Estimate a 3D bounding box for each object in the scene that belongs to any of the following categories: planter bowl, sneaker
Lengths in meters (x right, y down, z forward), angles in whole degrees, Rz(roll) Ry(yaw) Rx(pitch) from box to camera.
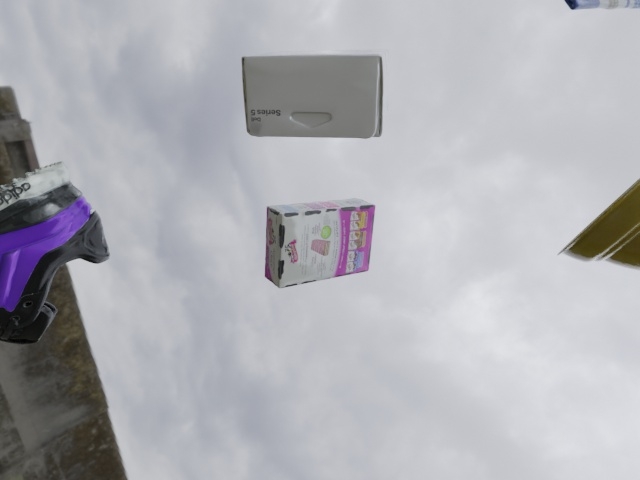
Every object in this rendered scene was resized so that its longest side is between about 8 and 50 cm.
[{"bbox_3d":[0.399,-0.028,0.559,0.090,0.217,0.217,48,-46,19],"label":"planter bowl"},{"bbox_3d":[-0.339,0.057,0.449,0.102,0.293,0.146,12,-44,61],"label":"sneaker"}]

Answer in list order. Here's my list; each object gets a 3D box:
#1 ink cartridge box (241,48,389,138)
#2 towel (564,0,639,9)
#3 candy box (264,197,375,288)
[{"bbox_3d":[0.009,-0.248,0.765,0.199,0.273,0.114,2,-67,9],"label":"ink cartridge box"},{"bbox_3d":[0.524,-0.515,0.877,0.209,0.285,0.034,71,-23,12],"label":"towel"},{"bbox_3d":[0.000,0.000,1.001,0.071,0.234,0.159,28,-61,51],"label":"candy box"}]
